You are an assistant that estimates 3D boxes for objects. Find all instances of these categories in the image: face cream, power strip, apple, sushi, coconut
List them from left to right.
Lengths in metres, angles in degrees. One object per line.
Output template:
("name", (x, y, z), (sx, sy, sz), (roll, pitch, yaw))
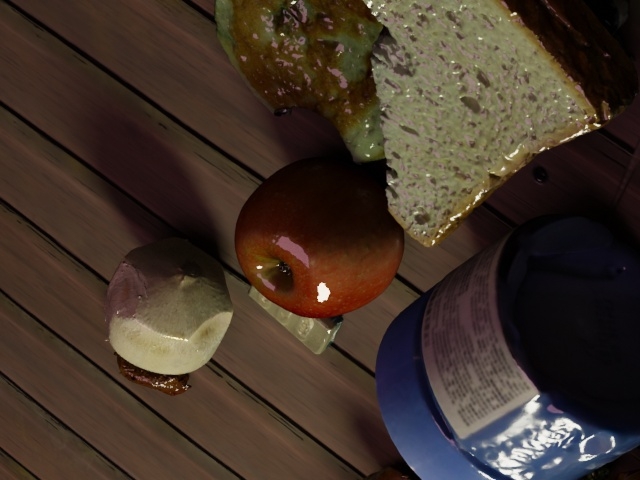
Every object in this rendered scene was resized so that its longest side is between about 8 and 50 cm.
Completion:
("sushi", (-0.229, 0.173, 2.301), (0.118, 0.061, 0.060), (38, 170, 19))
("coconut", (-0.188, 0.076, 2.120), (0.161, 0.161, 0.162), (42, 135, 12))
("power strip", (-0.030, 0.081, 2.073), (0.123, 0.032, 0.056), (41, 139, 12))
("apple", (0.000, 0.000, 1.890), (0.181, 0.168, 0.181), (22, 134, 24))
("face cream", (0.213, 0.124, 1.718), (0.249, 0.249, 0.225), (51, 139, 1))

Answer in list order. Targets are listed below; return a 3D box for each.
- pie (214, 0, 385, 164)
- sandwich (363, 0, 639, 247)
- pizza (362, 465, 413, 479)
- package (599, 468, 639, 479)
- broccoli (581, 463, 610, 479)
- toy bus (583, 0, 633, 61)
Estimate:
("pie", (0.009, -0.216, 1.788), (0.302, 0.067, 0.302), (26, 137, 26))
("sandwich", (0.113, -0.153, 1.521), (0.254, 0.099, 0.288), (45, 138, -3))
("pizza", (0.135, 0.424, 2.053), (0.086, 0.226, 0.335), (82, 177, -62))
("package", (0.376, 0.279, 1.719), (0.288, 0.223, 0.108), (-19, 64, 43))
("broccoli", (0.205, 0.250, 1.886), (0.220, 0.194, 0.194), (-16, 111, 6))
("toy bus", (0.159, -0.256, 1.586), (0.175, 0.138, 0.287), (-5, 114, 43))
